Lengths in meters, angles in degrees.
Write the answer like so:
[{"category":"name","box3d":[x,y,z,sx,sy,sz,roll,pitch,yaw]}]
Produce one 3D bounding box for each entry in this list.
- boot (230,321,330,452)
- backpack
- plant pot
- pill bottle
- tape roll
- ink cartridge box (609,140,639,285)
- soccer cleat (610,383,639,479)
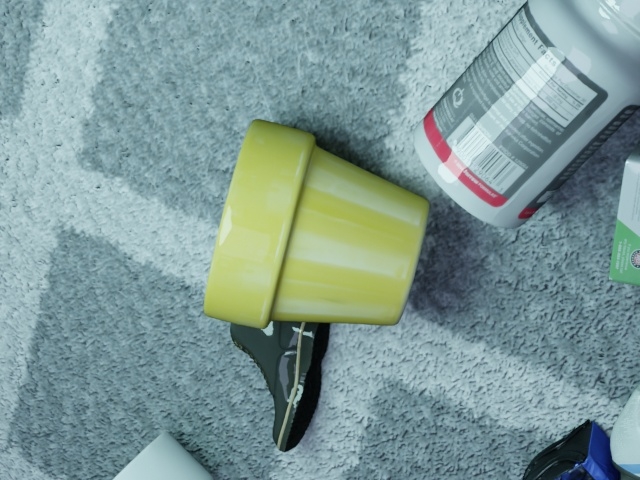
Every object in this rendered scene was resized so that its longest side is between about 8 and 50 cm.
[{"category":"boot","box3d":[-0.071,0.176,1.889,0.137,0.077,0.198,17,99,20]},{"category":"backpack","box3d":[0.320,0.309,1.760,0.120,0.098,0.101,-36,96,26]},{"category":"plant pot","box3d":[0.000,0.000,1.715,0.238,0.254,0.254,15,113,-1]},{"category":"pill bottle","box3d":[0.267,-0.178,1.575,0.176,0.176,0.318,44,117,3]},{"category":"tape roll","box3d":[-0.280,0.398,1.920,0.100,0.286,0.286,43,117,3]},{"category":"ink cartridge box","box3d":[0.455,-0.017,1.603,0.212,0.093,0.154,11,112,19]},{"category":"soccer cleat","box3d":[0.514,0.264,1.659,0.331,0.116,0.143,14,112,17]}]
